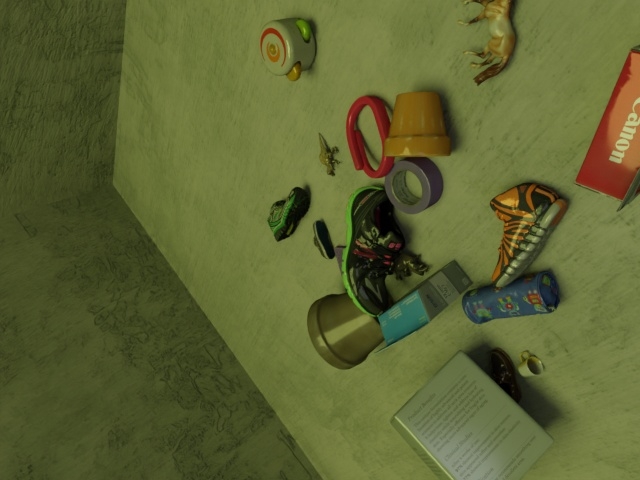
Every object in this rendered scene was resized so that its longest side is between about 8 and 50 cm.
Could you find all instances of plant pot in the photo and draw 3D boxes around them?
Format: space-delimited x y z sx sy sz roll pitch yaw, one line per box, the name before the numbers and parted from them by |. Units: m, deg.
plant pot | 0.153 0.330 2.032 0.280 0.323 0.323 -36 83 36
plant pot | 0.299 -0.354 1.529 0.205 0.205 0.188 9 102 46

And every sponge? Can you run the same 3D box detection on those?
sponge | 0.131 0.124 2.121 0.117 0.031 0.210 0 111 49

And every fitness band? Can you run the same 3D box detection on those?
fitness band | 0.173 -0.356 1.718 0.209 0.054 0.290 -36 65 57

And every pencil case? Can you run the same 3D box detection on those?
pencil case | 0.598 0.188 1.557 0.133 0.119 0.306 53 143 -8

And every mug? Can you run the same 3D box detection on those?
mug | 0.693 0.417 1.647 0.062 0.078 0.064 24 147 -4

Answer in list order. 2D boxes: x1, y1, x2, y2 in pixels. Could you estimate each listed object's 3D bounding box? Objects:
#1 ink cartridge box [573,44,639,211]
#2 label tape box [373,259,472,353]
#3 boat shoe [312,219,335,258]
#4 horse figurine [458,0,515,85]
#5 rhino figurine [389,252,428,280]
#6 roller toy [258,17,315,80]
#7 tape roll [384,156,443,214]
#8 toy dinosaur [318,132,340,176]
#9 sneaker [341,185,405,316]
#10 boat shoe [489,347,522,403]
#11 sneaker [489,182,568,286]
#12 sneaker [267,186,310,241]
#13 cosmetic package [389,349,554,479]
ink cartridge box | 0.687 -0.252 1.069 0.130 0.272 0.309 32 132 33
label tape box | 0.326 0.230 1.703 0.115 0.348 0.249 55 141 10
boat shoe | 0.000 0.000 2.167 0.066 0.066 0.183 -4 108 51
horse figurine | 0.454 -0.556 1.322 0.174 0.066 0.263 9 116 52
rhino figurine | 0.302 0.093 1.874 0.243 0.073 0.106 1 110 46
roller toy | -0.129 -0.709 1.826 0.191 0.146 0.209 30 133 35
tape roll | 0.315 -0.190 1.685 0.189 0.080 0.189 27 131 36
toy dinosaur | 0.024 -0.335 1.951 0.093 0.053 0.183 -1 111 50
sneaker | 0.200 0.041 1.797 0.202 0.185 0.482 -1 93 43
boat shoe | 0.639 0.480 1.723 0.073 0.073 0.207 -22 93 53
sneaker | 0.566 -0.026 1.466 0.180 0.125 0.321 43 120 33
sneaker | -0.164 -0.132 2.220 0.146 0.134 0.343 53 142 13
cosmetic package | 0.494 0.654 1.703 0.393 0.329 0.327 46 167 21
